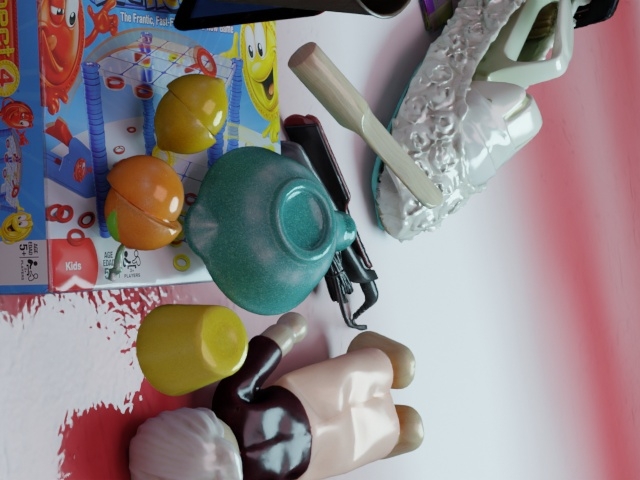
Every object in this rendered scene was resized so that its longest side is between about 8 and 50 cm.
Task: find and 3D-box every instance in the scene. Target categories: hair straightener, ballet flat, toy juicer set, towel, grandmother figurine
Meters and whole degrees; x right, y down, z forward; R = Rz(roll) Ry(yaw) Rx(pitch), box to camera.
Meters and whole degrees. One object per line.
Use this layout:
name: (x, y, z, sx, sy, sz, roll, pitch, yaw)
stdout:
hair straightener: (0.000, 0.000, 1.786, 0.089, 0.047, 0.230, -55, 137, -43)
ballet flat: (0.176, -0.166, 1.971, 0.147, 0.147, 0.409, 60, 42, -37)
toy juicer set: (-0.056, -0.042, 1.503, 0.329, 0.089, 0.209, -39, 108, -42)
towel: (0.116, -0.264, 2.002, 0.060, 0.009, 0.083, -45, 126, -50)
grandmother figurine: (-0.037, 0.171, 1.669, 0.342, 0.104, 0.208, -7, 81, -54)

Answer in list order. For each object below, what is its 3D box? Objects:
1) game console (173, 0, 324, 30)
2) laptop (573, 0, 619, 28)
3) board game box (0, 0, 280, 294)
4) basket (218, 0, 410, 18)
game console: (-0.049, -0.234, 1.457, 0.085, 0.144, 0.124, -38, 120, -53)
laptop: (0.283, -0.381, 2.138, 0.234, 0.136, 0.264, -151, -97, -84)
board game box: (-0.150, -0.114, 1.508, 0.308, 0.086, 0.302, -4, 92, -57)
basket: (-0.057, -0.248, 1.370, 0.154, 0.227, 0.204, -8, 94, -57)
